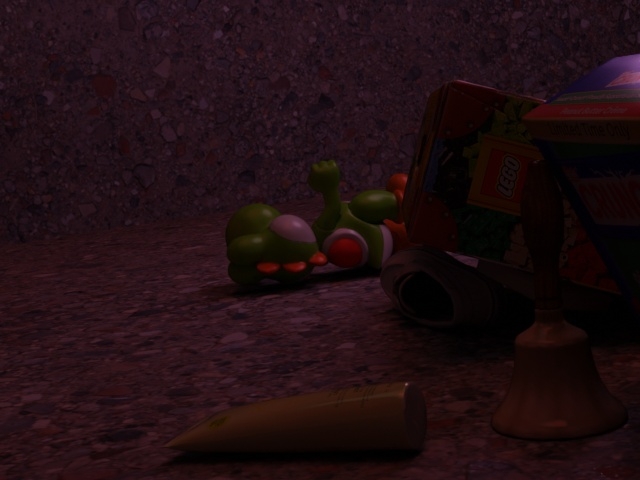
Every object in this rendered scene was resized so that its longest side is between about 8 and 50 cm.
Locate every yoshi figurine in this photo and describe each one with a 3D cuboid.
[{"bbox_3d":[-0.012,-0.021,2.130,0.362,0.204,0.203,-13,-7,-25],"label":"yoshi figurine"}]

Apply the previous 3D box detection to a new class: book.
[{"bbox_3d":[0.272,0.052,1.513,0.096,0.035,0.144,10,9,-34],"label":"book"}]

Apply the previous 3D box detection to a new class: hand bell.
[{"bbox_3d":[0.207,0.048,1.130,0.126,0.242,0.126,-7,8,1],"label":"hand bell"}]

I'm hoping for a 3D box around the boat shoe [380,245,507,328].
[{"bbox_3d":[0.138,0.068,1.640,0.088,0.096,0.267,-5,14,-27],"label":"boat shoe"}]

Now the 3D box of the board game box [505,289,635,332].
[{"bbox_3d":[0.318,0.084,1.585,0.126,0.026,0.186,-11,9,-28],"label":"board game box"}]

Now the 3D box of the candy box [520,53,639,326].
[{"bbox_3d":[0.338,0.000,1.043,0.122,0.317,0.268,-32,12,-8],"label":"candy box"}]

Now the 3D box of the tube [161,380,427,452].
[{"bbox_3d":[-0.024,0.168,1.139,0.240,0.062,0.070,-8,-34,24],"label":"tube"}]

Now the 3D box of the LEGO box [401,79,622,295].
[{"bbox_3d":[0.307,-0.067,1.616,0.372,0.193,0.500,14,6,2],"label":"LEGO box"}]
